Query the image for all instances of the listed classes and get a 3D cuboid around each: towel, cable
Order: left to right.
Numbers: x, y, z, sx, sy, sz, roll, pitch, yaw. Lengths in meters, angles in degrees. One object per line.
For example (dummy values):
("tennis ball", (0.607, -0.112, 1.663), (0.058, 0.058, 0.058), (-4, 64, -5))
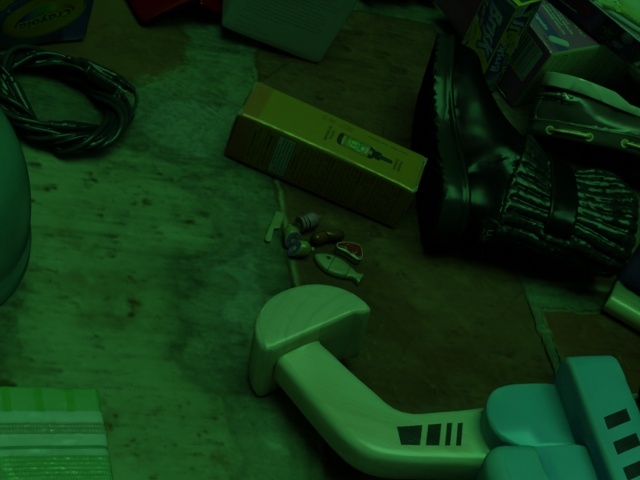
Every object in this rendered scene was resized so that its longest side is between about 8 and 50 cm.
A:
("towel", (-0.250, 0.198, 1.126), (0.113, 0.023, 0.152), (5, 43, -23))
("cable", (-0.314, -0.166, 1.450), (0.184, 0.047, 0.150), (26, 47, -3))

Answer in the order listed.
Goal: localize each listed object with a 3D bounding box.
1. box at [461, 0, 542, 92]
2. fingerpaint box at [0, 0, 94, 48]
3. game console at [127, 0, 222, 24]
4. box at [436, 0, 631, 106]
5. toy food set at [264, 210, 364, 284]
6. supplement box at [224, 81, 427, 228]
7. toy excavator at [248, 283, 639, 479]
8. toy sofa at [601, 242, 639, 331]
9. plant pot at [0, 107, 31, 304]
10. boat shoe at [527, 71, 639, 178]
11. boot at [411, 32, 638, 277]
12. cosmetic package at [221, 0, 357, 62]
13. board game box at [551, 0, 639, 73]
("box", (0.242, -0.284, 1.723), (0.054, 0.169, 0.059), (-21, 59, -38))
("fingerpaint box", (-0.455, -0.383, 1.354), (0.445, 0.371, 0.163), (-17, 56, -35))
("game console", (-0.206, -0.344, 1.696), (0.124, 0.085, 0.144), (-27, 57, -6))
("box", (0.338, -0.332, 1.835), (0.243, 0.117, 0.213), (-15, 63, -36))
("toy food set", (0.000, 0.000, 1.437), (0.122, 0.019, 0.078), (22, 42, -2))
("supplement box", (0.007, -0.103, 1.504), (0.233, 0.080, 0.078), (23, 43, 1))
("toy excavator", (0.174, 0.215, 1.182), (0.445, 0.222, 0.433), (0, 46, -13))
("toy sofa", (0.479, -0.018, 1.424), (0.150, 0.362, 0.177), (31, 37, 7))
("plant pot", (-0.415, -0.076, 1.193), (0.293, 0.196, 0.293), (13, 43, -12))
("boat shoe", (0.446, -0.135, 1.723), (0.324, 0.096, 0.116), (21, 1, -9))
("boot", (0.255, -0.109, 1.578), (0.260, 0.131, 0.348), (7, 55, -9))
("cosmetic package", (-0.029, -0.373, 1.664), (0.151, 0.183, 0.151), (19, 42, -21))
("board game box", (0.471, -0.333, 1.795), (0.347, 0.056, 0.208), (41, 43, 6))
